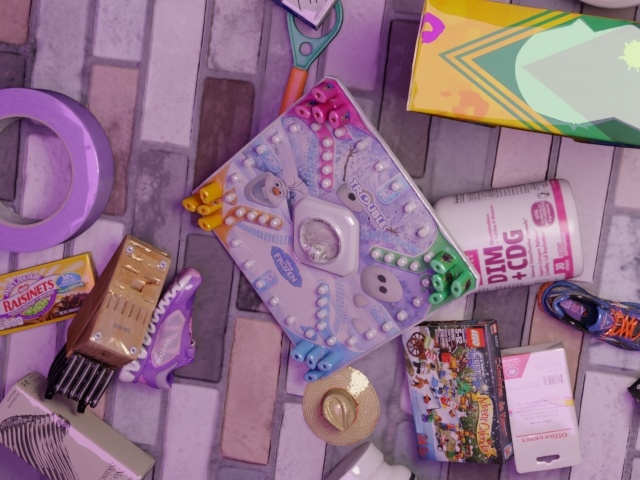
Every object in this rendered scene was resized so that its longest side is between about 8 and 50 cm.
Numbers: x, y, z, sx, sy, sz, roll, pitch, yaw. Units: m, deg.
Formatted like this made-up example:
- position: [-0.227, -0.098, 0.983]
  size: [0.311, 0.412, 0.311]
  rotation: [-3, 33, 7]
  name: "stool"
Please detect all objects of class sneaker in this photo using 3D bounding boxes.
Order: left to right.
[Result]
- position: [-0.249, 0.158, 1.898]
  size: [0.104, 0.095, 0.236]
  rotation: [29, 105, -4]
  name: "sneaker"
- position: [0.460, 0.131, 1.803]
  size: [0.221, 0.087, 0.083]
  rotation: [16, 99, 5]
  name: "sneaker"

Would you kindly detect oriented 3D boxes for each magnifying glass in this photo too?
- position: [-0.027, -0.307, 1.840]
  size: [0.092, 0.026, 0.231]
  rotation: [17, 100, 5]
  name: "magnifying glass"

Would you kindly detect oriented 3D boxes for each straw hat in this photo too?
- position: [0.030, 0.287, 1.889]
  size: [0.144, 0.061, 0.145]
  rotation: [1, 97, 6]
  name: "straw hat"

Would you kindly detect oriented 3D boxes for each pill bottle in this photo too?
- position: [0.129, 0.471, 1.854]
  size: [0.153, 0.153, 0.265]
  rotation: [-44, 90, 10]
  name: "pill bottle"
- position: [0.265, 0.000, 1.774]
  size: [0.283, 0.160, 0.160]
  rotation: [-9, 96, 8]
  name: "pill bottle"

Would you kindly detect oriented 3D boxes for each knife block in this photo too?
- position: [-0.376, 0.150, 1.904]
  size: [0.088, 0.242, 0.276]
  rotation: [28, 62, -23]
  name: "knife block"

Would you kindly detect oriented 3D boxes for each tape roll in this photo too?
- position: [-0.495, -0.120, 1.889]
  size: [0.274, 0.090, 0.275]
  rotation: [1, 96, 7]
  name: "tape roll"

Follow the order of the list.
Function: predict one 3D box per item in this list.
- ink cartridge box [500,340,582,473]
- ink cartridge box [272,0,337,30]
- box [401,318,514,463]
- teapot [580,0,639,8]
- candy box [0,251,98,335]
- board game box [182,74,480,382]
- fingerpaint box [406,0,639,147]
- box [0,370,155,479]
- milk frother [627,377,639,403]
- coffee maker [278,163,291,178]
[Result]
- position: [0.361, 0.275, 1.843]
  size: [0.115, 0.067, 0.198]
  rotation: [-9, 95, 9]
  name: "ink cartridge box"
- position: [0.012, -0.451, 1.792]
  size: [0.097, 0.046, 0.207]
  rotation: [35, 91, 2]
  name: "ink cartridge box"
- position: [0.224, 0.248, 1.836]
  size: [0.159, 0.044, 0.233]
  rotation: [-5, 97, 34]
  name: "box"
- position: [0.454, -0.486, 1.685]
  size: [0.252, 0.187, 0.256]
  rotation: [-13, 114, 35]
  name: "teapot"
- position: [-0.485, 0.094, 1.946]
  size: [0.205, 0.027, 0.105]
  rotation: [-15, 93, 8]
  name: "candy box"
- position: [0.000, 0.000, 1.762]
  size: [0.390, 0.050, 0.390]
  rotation: [-36, 89, 40]
  name: "board game box"
- position: [0.324, -0.233, 1.594]
  size: [0.371, 0.445, 0.163]
  rotation: [10, 99, 5]
  name: "fingerpaint box"
- position: [-0.434, 0.357, 1.938]
  size: [0.275, 0.094, 0.113]
  rotation: [35, 100, 2]
  name: "box"
- position: [0.600, 0.246, 1.806]
  size: [0.135, 0.129, 0.143]
  rotation: [-48, 133, 10]
  name: "milk frother"
- position: [0.019, -0.074, 1.816]
  size: [0.171, 0.120, 0.178]
  rotation: [-44, 90, 11]
  name: "coffee maker"
